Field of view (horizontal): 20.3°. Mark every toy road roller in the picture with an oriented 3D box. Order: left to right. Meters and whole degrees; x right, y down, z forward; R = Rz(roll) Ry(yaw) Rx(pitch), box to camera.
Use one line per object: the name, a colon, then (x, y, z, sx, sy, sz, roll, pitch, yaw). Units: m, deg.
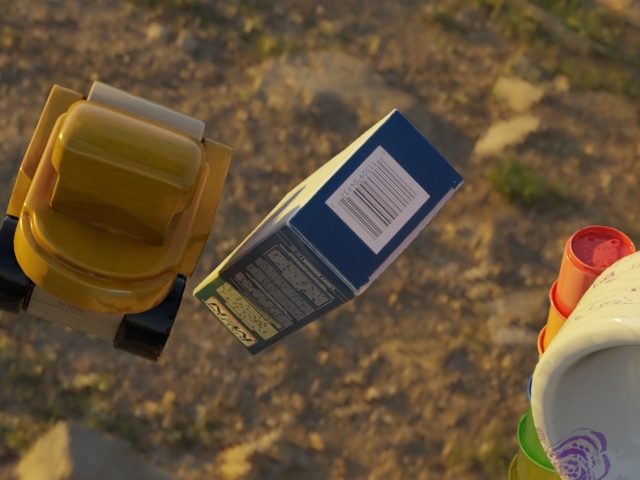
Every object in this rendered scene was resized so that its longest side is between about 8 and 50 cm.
toy road roller: (-0.196, -0.061, 1.785, 0.202, 0.240, 0.329, 20, 45, -8)

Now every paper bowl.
paper bowl: (0.308, 0.122, 1.302, 0.284, 0.284, 0.148, 32, 55, 12)

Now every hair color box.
hair color box: (0.000, 0.000, 1.863, 0.105, 0.347, 0.174, 46, 68, -5)

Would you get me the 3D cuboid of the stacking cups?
stacking cups: (0.235, 0.126, 1.635, 0.096, 0.316, 0.096, 1, 46, -1)
